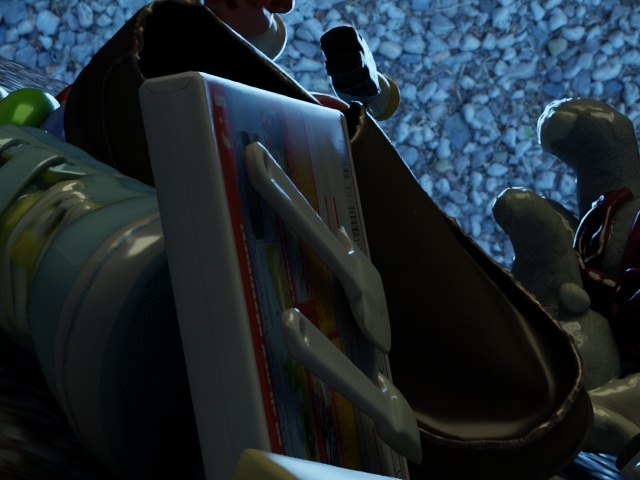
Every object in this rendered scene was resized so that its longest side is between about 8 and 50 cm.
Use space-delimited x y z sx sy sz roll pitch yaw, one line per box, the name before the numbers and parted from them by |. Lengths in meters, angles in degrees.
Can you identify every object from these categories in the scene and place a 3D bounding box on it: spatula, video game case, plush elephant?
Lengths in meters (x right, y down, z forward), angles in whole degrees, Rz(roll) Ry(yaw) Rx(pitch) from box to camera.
spatula | 0.019 0.062 0.721 0.019 0.168 0.242 -13 -17 9
video game case | -0.007 0.042 0.743 0.025 0.204 0.285 -10 -1 10
plush elephant | 0.207 0.044 1.394 0.255 0.330 0.272 -10 12 -38

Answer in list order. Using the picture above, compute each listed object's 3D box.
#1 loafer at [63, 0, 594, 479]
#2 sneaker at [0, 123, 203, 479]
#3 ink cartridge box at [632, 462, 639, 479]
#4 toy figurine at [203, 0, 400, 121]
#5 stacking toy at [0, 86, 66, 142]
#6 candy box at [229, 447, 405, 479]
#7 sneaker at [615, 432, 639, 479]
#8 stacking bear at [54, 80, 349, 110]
loafer | 0.000 0.000 1.024 0.366 0.134 0.130 38 -28 10
sneaker | -0.125 0.015 0.852 0.208 0.127 0.319 26 -4 10
ink cartridge box | 0.230 0.170 0.800 0.062 0.109 0.209 -26 31 -24
toy figurine | -0.054 -0.126 1.726 0.209 0.213 0.148 28 -10 20
stacking toy | -0.205 -0.044 1.193 0.330 0.141 0.141 16 4 9
candy box | 0.121 0.161 0.593 0.316 0.088 0.183 19 7 -46
sneaker | 0.279 0.178 1.268 0.211 0.080 0.081 16 30 -50
stacking bear | -0.114 -0.061 1.540 0.289 0.175 0.164 17 4 29
